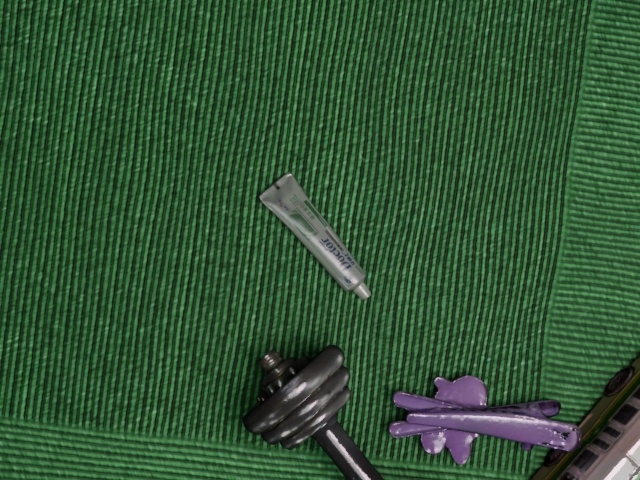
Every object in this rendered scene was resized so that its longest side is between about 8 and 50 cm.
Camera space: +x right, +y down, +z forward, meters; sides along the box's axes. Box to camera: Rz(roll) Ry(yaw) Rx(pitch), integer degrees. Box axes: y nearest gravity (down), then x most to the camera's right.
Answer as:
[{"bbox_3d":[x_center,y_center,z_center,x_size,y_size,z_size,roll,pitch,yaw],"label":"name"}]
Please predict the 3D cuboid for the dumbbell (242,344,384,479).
[{"bbox_3d":[0.049,0.318,1.729,0.179,0.179,0.406,-39,89,-5],"label":"dumbbell"}]

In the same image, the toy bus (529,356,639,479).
[{"bbox_3d":[0.449,0.323,1.795,0.143,0.179,0.305,43,86,-6],"label":"toy bus"}]

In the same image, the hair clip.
[{"bbox_3d":[0.240,0.273,1.820,0.278,0.090,0.137,8,104,2],"label":"hair clip"}]

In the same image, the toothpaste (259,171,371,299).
[{"bbox_3d":[0.000,0.000,1.801,0.064,0.041,0.218,-40,93,-17],"label":"toothpaste"}]
